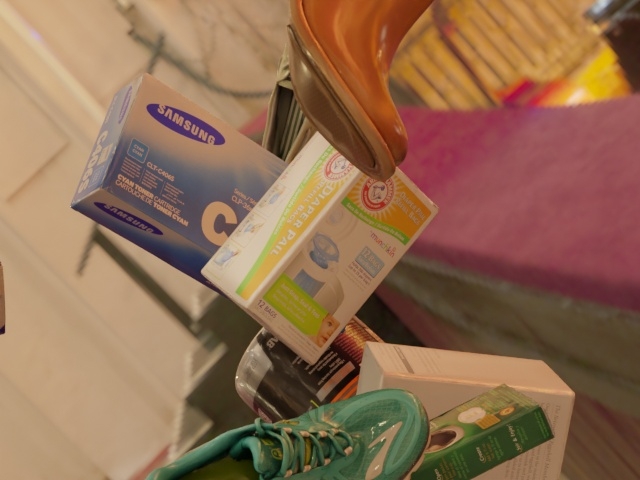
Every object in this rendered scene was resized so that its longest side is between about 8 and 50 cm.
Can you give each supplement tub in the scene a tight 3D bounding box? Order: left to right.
[{"bbox_3d":[0.053,0.235,1.848,0.194,0.316,0.193,-38,-24,-21],"label":"supplement tub"}]

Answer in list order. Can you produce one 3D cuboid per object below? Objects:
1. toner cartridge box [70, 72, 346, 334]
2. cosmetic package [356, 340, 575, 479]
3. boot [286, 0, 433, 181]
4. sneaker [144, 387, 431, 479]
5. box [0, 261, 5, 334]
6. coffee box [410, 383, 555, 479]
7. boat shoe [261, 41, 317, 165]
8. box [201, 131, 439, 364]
[{"bbox_3d":[-0.104,-0.031,1.598,0.075,0.348,0.165,-26,41,48],"label":"toner cartridge box"},{"bbox_3d":[0.152,0.250,1.591,0.138,0.225,0.224,-118,37,-76],"label":"cosmetic package"},{"bbox_3d":[0.045,-0.140,0.768,0.152,0.197,0.073,-23,-18,-12],"label":"boot"},{"bbox_3d":[-0.028,0.195,1.165,0.275,0.107,0.110,-20,-27,-15],"label":"sneaker"},{"bbox_3d":[-0.354,0.047,1.138,0.126,0.137,0.072,-26,-52,-53],"label":"box"},{"bbox_3d":[0.125,0.205,1.347,0.184,0.040,0.113,-25,9,-9],"label":"coffee box"},{"bbox_3d":[-0.012,-0.224,1.916,0.094,0.109,0.302,-17,-59,-55],"label":"boat shoe"},{"bbox_3d":[0.000,0.000,1.365,0.203,0.114,0.103,-50,36,-5],"label":"box"}]
